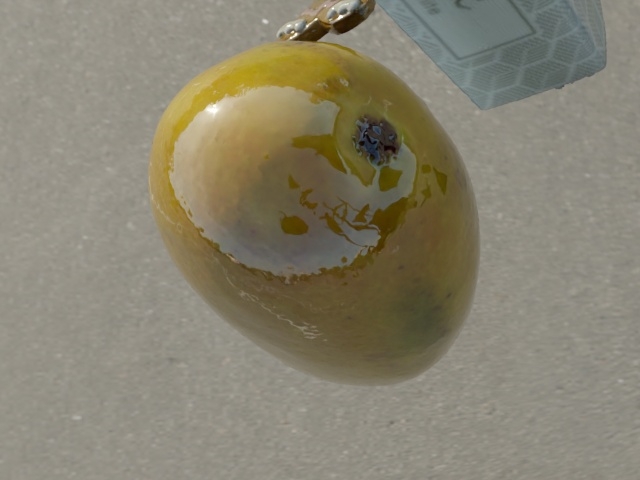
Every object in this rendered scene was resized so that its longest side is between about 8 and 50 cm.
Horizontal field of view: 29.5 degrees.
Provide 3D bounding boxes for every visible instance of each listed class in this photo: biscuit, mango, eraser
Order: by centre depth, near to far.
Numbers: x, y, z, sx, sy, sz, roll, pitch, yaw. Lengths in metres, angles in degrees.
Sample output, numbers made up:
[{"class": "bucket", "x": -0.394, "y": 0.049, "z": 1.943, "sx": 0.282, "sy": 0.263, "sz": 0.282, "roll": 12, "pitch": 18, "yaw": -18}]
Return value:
[{"class": "eraser", "x": 0.044, "y": -0.201, "z": 0.643, "sx": 0.098, "sy": 0.404, "sz": 0.096, "roll": -17, "pitch": 63, "yaw": 26}, {"class": "mango", "x": 0.000, "y": 0.000, "z": 1.116, "sx": 0.300, "sy": 0.446, "sz": 0.232, "roll": 19, "pitch": 64, "yaw": 15}, {"class": "biscuit", "x": 0.035, "y": -0.255, "z": 1.161, "sx": 0.138, "sy": 0.205, "sz": 0.031, "roll": -14, "pitch": 122, "yaw": 47}]
